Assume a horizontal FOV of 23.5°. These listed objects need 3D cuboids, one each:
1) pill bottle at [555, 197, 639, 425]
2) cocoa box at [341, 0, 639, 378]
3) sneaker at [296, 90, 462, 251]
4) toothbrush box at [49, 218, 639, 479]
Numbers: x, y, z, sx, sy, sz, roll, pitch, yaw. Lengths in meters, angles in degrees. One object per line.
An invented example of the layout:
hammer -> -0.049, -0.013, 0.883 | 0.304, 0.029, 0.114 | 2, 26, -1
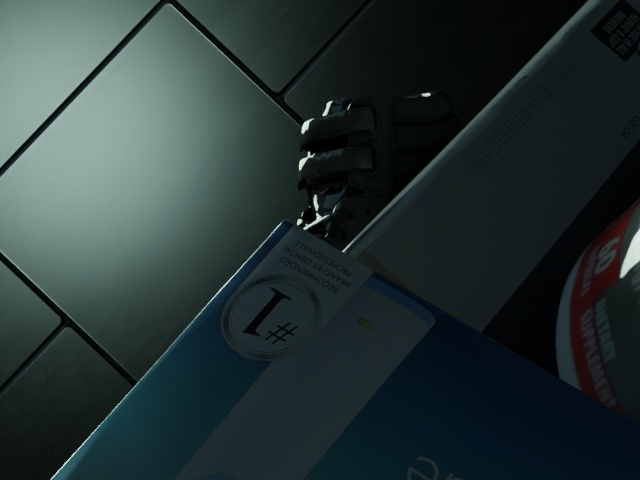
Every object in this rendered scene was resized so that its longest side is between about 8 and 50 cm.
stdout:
pill bottle -> 0.217, -0.007, 0.497 | 0.161, 0.161, 0.283 | -45, -2, -43
cocoa box -> 0.129, 0.048, 0.770 | 0.347, 0.228, 0.231 | -45, -2, -41
sneaker -> 0.000, 0.000, 0.937 | 0.104, 0.147, 0.295 | -12, 15, 47
toothbrush box -> -0.012, 0.172, 0.475 | 0.295, 0.216, 0.126 | -48, -26, -23
